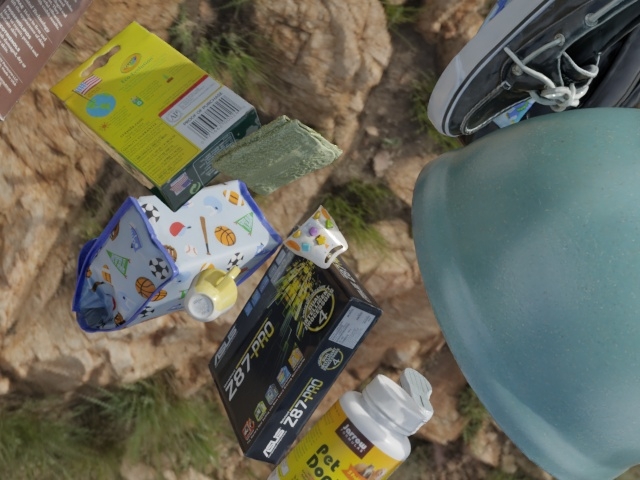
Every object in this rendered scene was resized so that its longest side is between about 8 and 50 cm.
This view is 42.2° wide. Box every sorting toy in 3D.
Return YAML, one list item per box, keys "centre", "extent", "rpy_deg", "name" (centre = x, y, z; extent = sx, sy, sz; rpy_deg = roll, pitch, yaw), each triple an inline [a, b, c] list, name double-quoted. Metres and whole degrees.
- centre: [0.000, 0.000, 1.253]
  extent: [0.083, 0.045, 0.075]
  rpy_deg: [-45, 97, -8]
  name: "sorting toy"

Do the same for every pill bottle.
- centre: [0.036, 0.282, 1.093]
  extent: [0.117, 0.117, 0.215]
  rpy_deg: [36, 98, -32]
  name: "pill bottle"

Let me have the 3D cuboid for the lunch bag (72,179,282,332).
- centre: [-0.338, 0.054, 1.837]
  extent: [0.328, 0.239, 0.385]
  rpy_deg: [-14, 156, -46]
  name: "lunch bag"

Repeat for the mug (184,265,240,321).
- centre: [-0.140, 0.066, 1.040]
  extent: [0.062, 0.064, 0.078]
  rpy_deg: [15, 104, 4]
  name: "mug"

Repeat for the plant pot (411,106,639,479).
- centre: [0.237, 0.014, 0.633]
  extent: [0.196, 0.293, 0.293]
  rpy_deg: [-32, 129, 32]
  name: "plant pot"

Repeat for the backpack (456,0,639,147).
- centre: [0.356, -0.271, 1.109]
  extent: [0.290, 0.273, 0.355]
  rpy_deg: [7, 138, -41]
  name: "backpack"

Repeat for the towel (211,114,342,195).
- centre: [-0.058, -0.106, 1.066]
  extent: [0.148, 0.027, 0.110]
  rpy_deg: [-22, 147, 33]
  name: "towel"

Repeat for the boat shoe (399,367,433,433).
- centre: [0.202, 0.362, 1.887]
  extent: [0.083, 0.226, 0.076]
  rpy_deg: [34, 103, -2]
  name: "boat shoe"

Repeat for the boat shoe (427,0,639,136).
- centre: [0.230, -0.184, 0.824]
  extent: [0.113, 0.105, 0.306]
  rpy_deg: [-9, 155, -48]
  name: "boat shoe"

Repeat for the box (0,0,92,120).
- centre: [-0.540, -0.379, 1.402]
  extent: [0.381, 0.191, 0.143]
  rpy_deg: [-67, 148, -34]
  name: "box"

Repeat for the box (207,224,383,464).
- centre: [-0.066, 0.208, 1.716]
  extent: [0.097, 0.318, 0.395]
  rpy_deg: [25, 106, -30]
  name: "box"

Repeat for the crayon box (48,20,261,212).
- centre: [-0.273, -0.213, 1.370]
  extent: [0.202, 0.318, 0.081]
  rpy_deg: [-43, 152, -14]
  name: "crayon box"
